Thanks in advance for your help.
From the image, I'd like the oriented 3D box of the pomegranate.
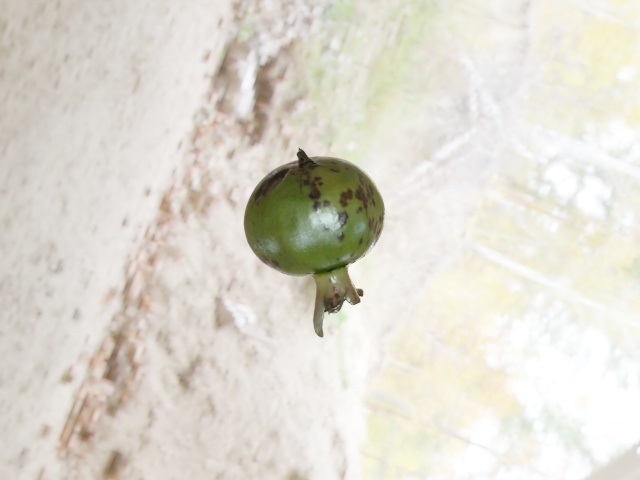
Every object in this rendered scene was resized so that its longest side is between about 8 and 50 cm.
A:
[{"bbox_3d":[0.000,0.000,1.113,0.122,0.122,0.162,-78,155,-89],"label":"pomegranate"}]
